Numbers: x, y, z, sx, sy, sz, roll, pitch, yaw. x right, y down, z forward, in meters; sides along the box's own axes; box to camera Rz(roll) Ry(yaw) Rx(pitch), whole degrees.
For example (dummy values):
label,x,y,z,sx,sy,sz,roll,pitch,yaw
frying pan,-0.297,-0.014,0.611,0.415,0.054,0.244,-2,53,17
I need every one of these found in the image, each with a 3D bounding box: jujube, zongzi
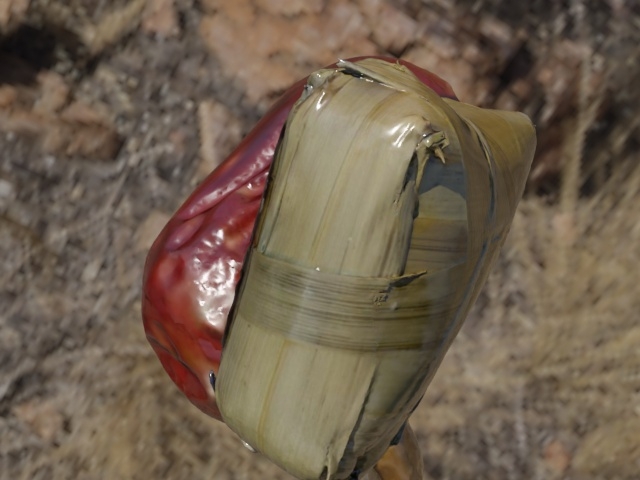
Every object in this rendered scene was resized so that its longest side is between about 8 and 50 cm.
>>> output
label,x,y,z,sx,sy,sz,roll,pitch,yaw
jujube,0.000,0.000,1.061,0.230,0.155,0.155,-40,78,-24
zongzi,0.039,0.016,0.912,0.099,0.194,0.197,23,11,26

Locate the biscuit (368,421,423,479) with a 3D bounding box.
label,x,y,z,sx,sy,sz,roll,pitch,yaw
biscuit,0.018,0.075,1.213,0.045,0.154,0.299,-24,33,0
